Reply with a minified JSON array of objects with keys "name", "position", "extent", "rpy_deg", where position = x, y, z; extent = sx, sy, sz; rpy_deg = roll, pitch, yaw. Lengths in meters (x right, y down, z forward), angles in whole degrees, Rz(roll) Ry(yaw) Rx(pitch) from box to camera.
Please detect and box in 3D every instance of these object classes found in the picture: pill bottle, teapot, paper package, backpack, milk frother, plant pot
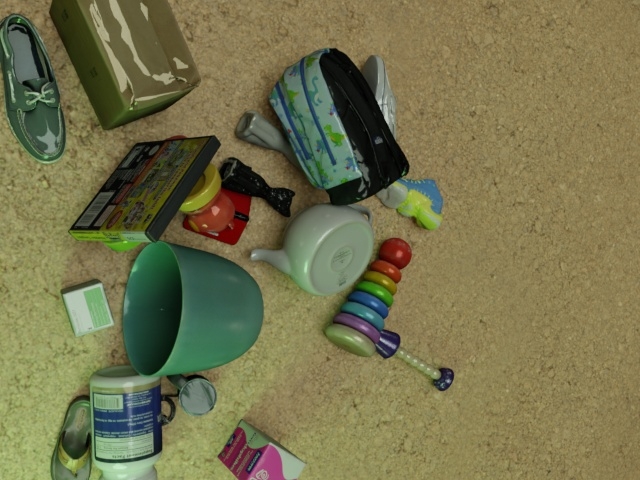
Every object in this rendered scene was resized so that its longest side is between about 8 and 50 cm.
[{"name":"pill bottle","position":[-0.428,0.419,1.480],"extent":[0.153,0.153,0.264],"rpy_deg":[-2,92,-25]},{"name":"teapot","position":[0.000,0.000,1.672],"extent":[0.256,0.187,0.252],"rpy_deg":[23,100,-48]},{"name":"paper package","position":[-0.415,-0.411,1.395],"extent":[0.168,0.325,0.309],"rpy_deg":[-27,101,-22]},{"name":"backpack","position":[0.038,-0.287,1.633],"extent":[0.290,0.274,0.355],"rpy_deg":[-38,116,-53]},{"name":"milk frother","position":[-0.318,0.374,1.539],"extent":[0.129,0.135,0.143],"rpy_deg":[25,78,-9]},{"name":"plant pot","position":[-0.271,0.158,1.492],"extent":[0.235,0.293,0.292],"rpy_deg":[9,86,-38]}]

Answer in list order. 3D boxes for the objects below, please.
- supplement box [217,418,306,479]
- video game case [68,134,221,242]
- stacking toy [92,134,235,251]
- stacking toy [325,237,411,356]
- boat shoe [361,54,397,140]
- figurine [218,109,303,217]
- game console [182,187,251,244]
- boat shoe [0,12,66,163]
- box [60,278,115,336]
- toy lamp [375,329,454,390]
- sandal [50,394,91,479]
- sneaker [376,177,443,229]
[{"name":"supplement box","position":[-0.142,0.518,1.575],"extent":[0.114,0.220,0.111],"rpy_deg":[38,74,-20]},{"name":"video game case","position":[-0.366,-0.109,1.397],"extent":[0.035,0.248,0.274],"rpy_deg":[57,48,-39]},{"name":"stacking toy","position":[-0.338,-0.076,1.474],"extent":[0.280,0.309,0.130],"rpy_deg":[-37,129,-3]},{"name":"stacking toy","position":[0.142,0.135,1.770],"extent":[0.141,0.141,0.330],"rpy_deg":[36,69,-21]},{"name":"boat shoe","position":[0.162,-0.365,1.799],"extent":[0.084,0.095,0.257],"rpy_deg":[-6,103,-29]},{"name":"figurine","position":[-0.126,-0.190,1.664],"extent":[0.210,0.092,0.214],"rpy_deg":[28,74,-30]},{"name":"game console","position":[-0.252,-0.075,1.641],"extent":[0.144,0.085,0.124],"rpy_deg":[21,112,-23]},{"name":"boat shoe","position":[-0.617,-0.323,1.425],"extent":[0.116,0.099,0.319],"rpy_deg":[-14,95,-25]},{"name":"box","position":[-0.513,0.146,1.470],"extent":[0.087,0.102,0.101],"rpy_deg":[-17,98,-22]},{"name":"toy lamp","position":[0.247,0.322,1.836],"extent":[0.275,0.080,0.080],"rpy_deg":[32,77,-23]},{"name":"sandal","position":[-0.538,0.457,1.480],"extent":[0.090,0.060,0.219],"rpy_deg":[16,83,-24]},{"name":"sneaker","position":[0.246,-0.135,1.845],"extent":[0.240,0.091,0.126],"rpy_deg":[38,56,-19]}]
